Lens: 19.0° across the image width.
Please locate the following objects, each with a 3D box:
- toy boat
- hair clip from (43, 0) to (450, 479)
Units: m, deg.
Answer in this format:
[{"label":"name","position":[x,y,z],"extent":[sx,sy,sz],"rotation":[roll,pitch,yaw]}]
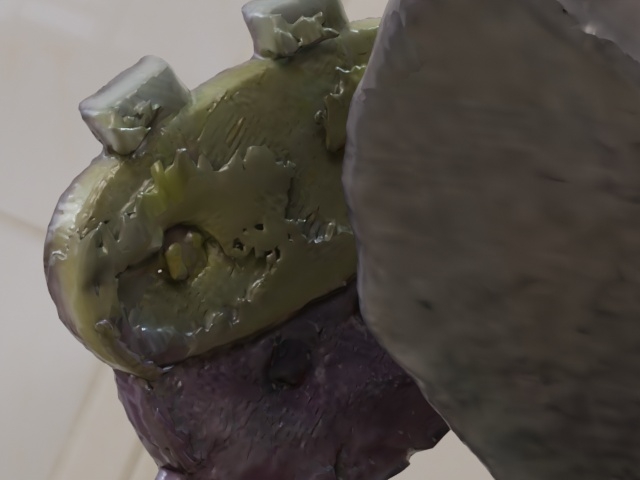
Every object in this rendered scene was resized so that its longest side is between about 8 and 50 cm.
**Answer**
[{"label":"toy boat","position":[0.097,-0.070,0.467],"extent":[0.111,0.293,0.276],"rotation":[6,-24,29]},{"label":"hair clip","position":[0.006,0.000,0.534],"extent":[0.056,0.187,0.146],"rotation":[5,-56,50]}]
